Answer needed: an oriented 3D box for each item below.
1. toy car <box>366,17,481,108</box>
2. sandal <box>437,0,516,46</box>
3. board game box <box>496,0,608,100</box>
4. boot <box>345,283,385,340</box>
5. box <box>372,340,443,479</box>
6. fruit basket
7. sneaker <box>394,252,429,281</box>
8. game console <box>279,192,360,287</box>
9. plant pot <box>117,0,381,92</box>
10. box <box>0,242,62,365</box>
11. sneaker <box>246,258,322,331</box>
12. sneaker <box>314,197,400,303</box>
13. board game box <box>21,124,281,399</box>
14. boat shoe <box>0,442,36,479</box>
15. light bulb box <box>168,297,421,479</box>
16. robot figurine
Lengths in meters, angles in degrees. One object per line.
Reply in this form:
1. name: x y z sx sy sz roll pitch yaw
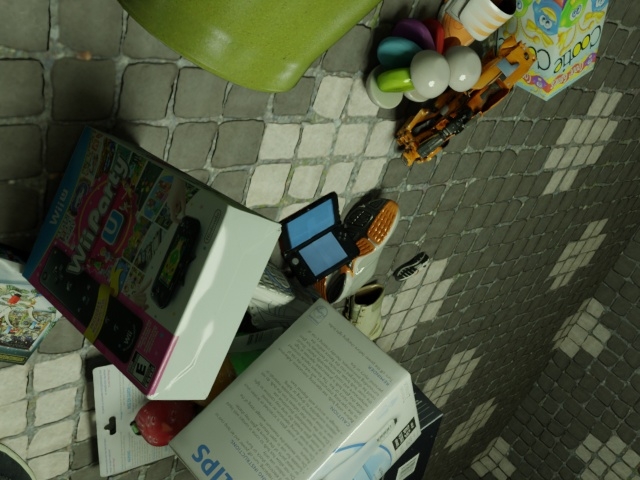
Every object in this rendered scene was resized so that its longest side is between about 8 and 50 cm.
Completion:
1. toy car: 0.166 -0.304 1.005 0.181 0.159 0.137 -19 102 -33
2. sandal: 0.293 -0.416 0.998 0.101 0.076 0.265 9 140 -29
3. board game box: 0.438 -0.435 1.134 0.142 0.144 0.275 -34 142 -16
4. boot: 0.072 0.206 1.444 0.213 0.077 0.165 -31 143 -29
5. box: 0.121 0.464 1.542 0.178 0.312 0.344 -26 141 -27
6. fruit basket: -0.256 0.307 1.173 0.352 0.165 0.327 -6 130 -23
7. sneaker: 0.232 0.077 1.513 0.109 0.040 0.044 -30 144 -22
8. game console: 0.000 0.000 1.164 0.144 0.124 0.085 -31 169 -20
9. plant pot: -0.035 -0.354 0.587 0.366 0.367 0.353 5 132 -48
10. box: -0.458 0.077 0.795 0.159 0.044 0.233 -50 145 5
11. sneaker: -0.100 0.117 1.157 0.129 0.111 0.297 -40 143 11
12. sneaker: 0.091 0.019 1.279 0.121 0.099 0.263 -2 133 -55
13. board game box: -0.216 0.016 0.727 0.097 0.303 0.224 19 97 -53
14. boat shoe: -0.591 0.361 0.844 0.186 0.156 0.500 -42 146 -10
15. light bulb box: -0.021 0.366 1.117 0.361 0.225 0.358 -43 148 -15
16. robot figurine: 0.257 -0.252 1.132 0.291 0.085 0.211 -40 -175 -1
